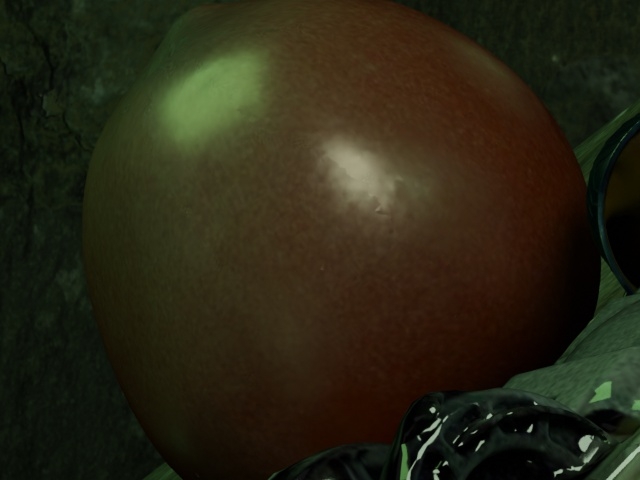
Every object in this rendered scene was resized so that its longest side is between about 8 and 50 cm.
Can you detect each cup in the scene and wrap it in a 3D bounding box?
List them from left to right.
[{"bbox_3d":[0.178,-0.007,1.000,0.150,0.113,0.138,-37,0,5],"label":"cup"}]

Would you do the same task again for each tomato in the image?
[{"bbox_3d":[0.000,0.000,1.189,0.321,0.321,0.321,-39,2,1],"label":"tomato"}]

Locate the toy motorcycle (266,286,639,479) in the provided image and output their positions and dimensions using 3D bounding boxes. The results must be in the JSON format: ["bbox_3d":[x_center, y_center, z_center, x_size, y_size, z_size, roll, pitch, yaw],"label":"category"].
[{"bbox_3d":[0.088,0.064,0.444,0.263,0.157,0.091,-43,6,-35],"label":"toy motorcycle"}]
